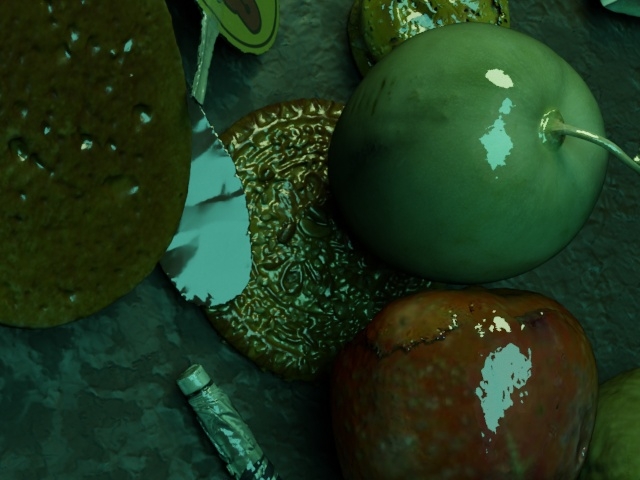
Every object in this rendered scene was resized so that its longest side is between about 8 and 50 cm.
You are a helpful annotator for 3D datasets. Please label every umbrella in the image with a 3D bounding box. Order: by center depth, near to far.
[{"bbox_3d":[-0.084,0.209,1.881,0.046,0.050,0.188,-35,97,-1],"label":"umbrella"}]

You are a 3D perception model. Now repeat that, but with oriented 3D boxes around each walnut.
[{"bbox_3d":[0.361,0.237,1.921,0.283,0.283,0.227,-33,81,-21],"label":"walnut"}]

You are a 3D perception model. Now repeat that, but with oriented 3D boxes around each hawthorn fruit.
[{"bbox_3d":[0.135,0.195,1.806,0.276,0.276,0.308,10,76,-19],"label":"hawthorn fruit"}]

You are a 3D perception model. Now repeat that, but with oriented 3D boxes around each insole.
[{"bbox_3d":[-0.150,-0.089,1.888,0.111,0.007,0.328,-21,84,-10],"label":"insole"}]

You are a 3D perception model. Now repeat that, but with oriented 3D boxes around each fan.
[{"bbox_3d":[-0.100,-0.261,1.852,0.229,0.011,0.335,51,35,-44],"label":"fan"}]

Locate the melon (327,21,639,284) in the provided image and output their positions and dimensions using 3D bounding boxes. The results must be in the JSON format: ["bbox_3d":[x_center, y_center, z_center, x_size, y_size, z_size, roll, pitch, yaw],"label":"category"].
[{"bbox_3d":[0.139,-0.080,1.819,0.271,0.308,0.272,12,56,-18],"label":"melon"}]

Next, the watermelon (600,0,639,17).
[{"bbox_3d":[0.431,-0.357,2.066,0.261,0.201,0.213,-6,77,-17],"label":"watermelon"}]

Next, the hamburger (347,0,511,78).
[{"bbox_3d":[0.119,-0.217,1.975,0.177,0.113,0.186,28,73,-16],"label":"hamburger"}]

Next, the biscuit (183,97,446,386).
[{"bbox_3d":[0.000,0.000,1.940,0.305,0.038,0.305,3,82,-20],"label":"biscuit"}]

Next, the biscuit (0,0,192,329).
[{"bbox_3d":[-0.272,-0.102,1.694,0.350,0.070,0.394,-20,120,-34],"label":"biscuit"}]
